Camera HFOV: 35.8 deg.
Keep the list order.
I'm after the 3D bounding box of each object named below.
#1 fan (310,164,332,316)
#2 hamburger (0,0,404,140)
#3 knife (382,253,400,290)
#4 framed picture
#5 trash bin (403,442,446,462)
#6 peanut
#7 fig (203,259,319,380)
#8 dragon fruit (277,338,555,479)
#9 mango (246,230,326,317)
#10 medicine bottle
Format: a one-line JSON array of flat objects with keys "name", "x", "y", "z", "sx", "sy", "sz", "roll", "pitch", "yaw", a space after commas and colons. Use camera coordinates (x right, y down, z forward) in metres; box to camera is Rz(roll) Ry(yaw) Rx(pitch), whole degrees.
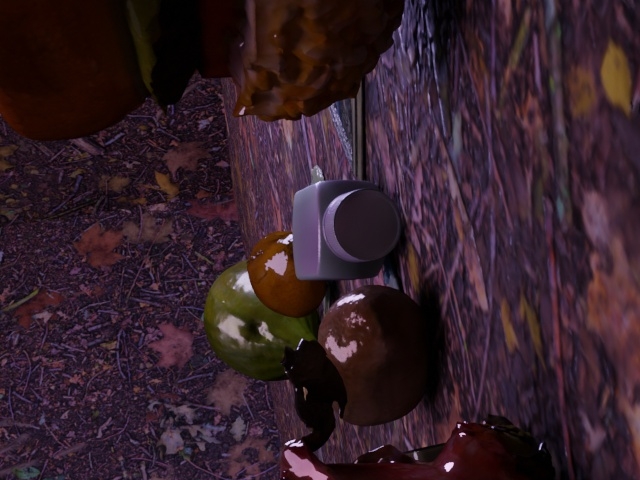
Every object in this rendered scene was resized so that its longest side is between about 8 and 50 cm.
[{"name": "fan", "x": 0.000, "y": 0.000, "z": 1.164, "sx": 0.240, "sy": 0.009, "sz": 0.131, "roll": 88, "pitch": 173, "yaw": -46}, {"name": "hamburger", "x": -0.080, "y": -0.219, "z": 0.530, "sx": 0.330, "sy": 0.250, "sz": 0.329, "roll": 168, "pitch": 90, "yaw": -86}, {"name": "knife", "x": 0.048, "y": 0.010, "z": 0.762, "sx": 0.027, "sy": 0.010, "sz": 0.096, "roll": 98, "pitch": 162, "yaw": -62}, {"name": "framed picture", "x": 0.015, "y": -0.158, "z": 0.814, "sx": 0.142, "sy": 0.011, "sz": 0.183, "roll": -107, "pitch": 11, "yaw": -49}, {"name": "trash bin", "x": 0.080, "y": 0.165, "z": 0.579, "sx": 0.061, "sy": 0.043, "sz": 0.092, "roll": 111, "pitch": 145, "yaw": -76}, {"name": "peanut", "x": 0.038, "y": 0.085, "z": 0.680, "sx": 0.152, "sy": 0.076, "sz": 0.076, "roll": 83, "pitch": 174, "yaw": -57}, {"name": "fig", "x": -0.080, "y": 0.121, "z": 1.351, "sx": 0.233, "sy": 0.167, "sz": 0.167, "roll": -97, "pitch": 1, "yaw": -69}, {"name": "dragon fruit", "x": 0.056, "y": 0.182, "z": 0.423, "sx": 0.211, "sy": 0.147, "sz": 0.282, "roll": 98, "pitch": 171, "yaw": -80}, {"name": "mango", "x": -0.039, "y": 0.039, "z": 1.136, "sx": 0.159, "sy": 0.084, "sz": 0.105, "roll": 153, "pitch": 102, "yaw": -84}, {"name": "medicine bottle", "x": 0.018, "y": -0.008, "z": 0.746, "sx": 0.118, "sy": 0.055, "sz": 0.074, "roll": 163, "pitch": 108, "yaw": -74}]
